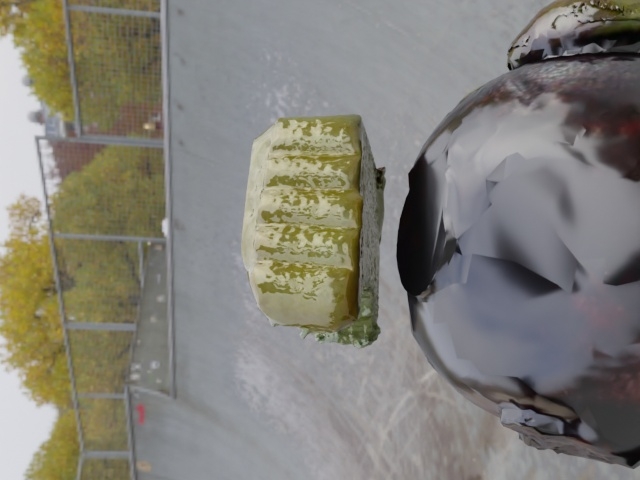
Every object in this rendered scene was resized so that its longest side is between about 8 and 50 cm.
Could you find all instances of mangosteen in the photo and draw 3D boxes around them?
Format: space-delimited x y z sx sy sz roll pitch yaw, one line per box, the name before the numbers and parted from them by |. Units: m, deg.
mangosteen | 0.241 -0.018 0.642 0.381 0.381 0.421 112 149 -67

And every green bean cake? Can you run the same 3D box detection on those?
green bean cake | 0.000 0.000 0.793 0.236 0.124 0.232 54 -142 -73
